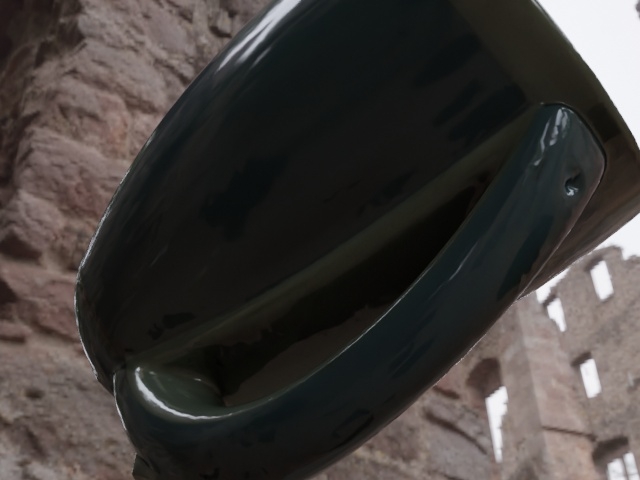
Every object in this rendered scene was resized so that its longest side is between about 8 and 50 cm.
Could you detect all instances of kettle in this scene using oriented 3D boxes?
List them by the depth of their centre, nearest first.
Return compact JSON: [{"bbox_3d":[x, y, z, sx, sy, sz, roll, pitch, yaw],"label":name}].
[{"bbox_3d":[0.000,0.000,0.540,0.342,0.319,0.247,-39,-65,5],"label":"kettle"}]
